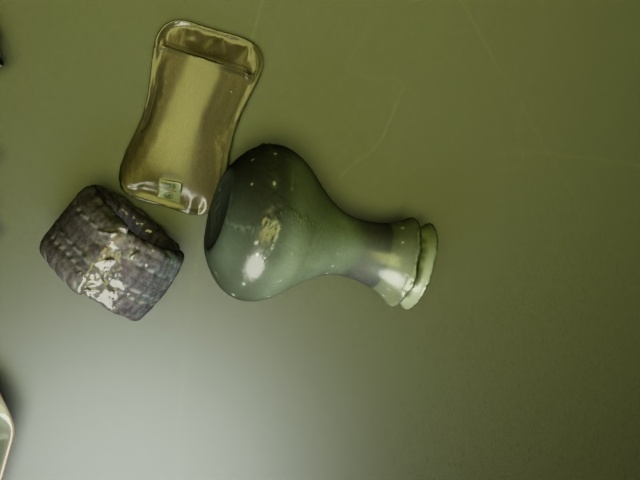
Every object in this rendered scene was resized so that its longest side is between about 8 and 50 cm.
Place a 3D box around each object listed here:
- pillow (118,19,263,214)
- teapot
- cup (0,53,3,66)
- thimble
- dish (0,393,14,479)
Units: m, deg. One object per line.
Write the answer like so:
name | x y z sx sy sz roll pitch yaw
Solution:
pillow | -0.151 -0.141 1.815 0.130 0.033 0.217 15 97 -7
teapot | 0.000 0.000 1.780 0.251 0.183 0.183 17 97 -16
cup | -0.442 -0.234 1.762 0.129 0.095 0.128 -27 77 4
thimble | -0.236 0.013 1.778 0.150 0.150 0.097 37 98 -6
dish | -0.448 0.261 1.846 0.154 0.064 0.234 18 98 -4
